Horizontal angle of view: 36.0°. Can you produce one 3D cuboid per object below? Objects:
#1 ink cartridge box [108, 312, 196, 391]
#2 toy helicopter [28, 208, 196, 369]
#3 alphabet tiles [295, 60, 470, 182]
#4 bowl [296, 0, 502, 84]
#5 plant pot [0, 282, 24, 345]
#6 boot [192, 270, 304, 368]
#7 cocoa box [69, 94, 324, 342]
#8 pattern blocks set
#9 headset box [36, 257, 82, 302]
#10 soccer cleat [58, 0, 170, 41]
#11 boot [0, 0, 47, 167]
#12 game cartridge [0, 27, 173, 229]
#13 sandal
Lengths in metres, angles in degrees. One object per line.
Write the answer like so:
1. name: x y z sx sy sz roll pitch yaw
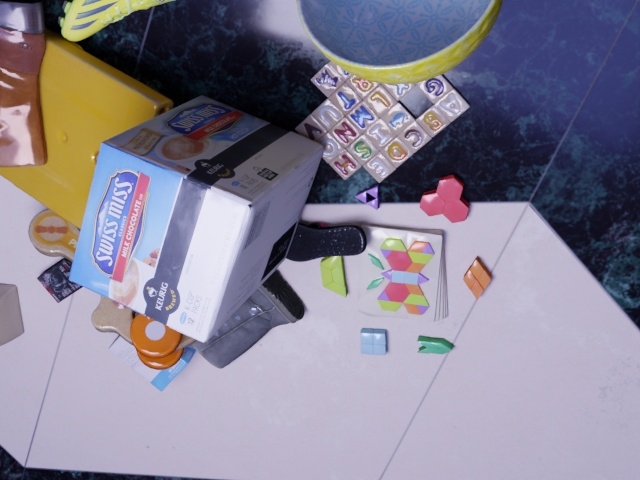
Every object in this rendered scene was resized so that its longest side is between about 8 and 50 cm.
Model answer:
1. ink cartridge box: -0.305 0.182 1.784 0.143 0.092 0.090 40 118 -8
2. toy helicopter: -0.332 0.043 1.679 0.355 0.235 0.140 32 163 5
3. alphabet tiles: 0.080 -0.207 1.542 0.198 0.009 0.237 45 117 -10
4. bowl: 0.126 -0.326 1.370 0.290 0.289 0.156 -7 157 17
5. plant pot: -0.635 0.147 1.847 0.109 0.096 0.108 6 117 12
6. boot: -0.156 0.117 1.735 0.209 0.076 0.189 -27 105 31
7. cocoa box: -0.176 -0.048 1.476 0.228 0.347 0.231 24 114 9
8. pattern blocks set: 0.139 0.055 1.648 0.286 0.026 0.324 -7 114 17
9. headset box: -0.473 0.071 1.805 0.083 0.032 0.062 -31 105 26
10. soccer cleat: -0.289 -0.385 1.499 0.121 0.093 0.289 43 119 -16
11. boot: -0.563 -0.258 1.553 0.264 0.096 0.280 4 117 -10
12. game cartridge: -0.405 -0.174 1.610 0.324 0.053 0.285 32 121 19
13. sandal: 0.000 0.000 1.641 0.179 0.040 0.067 1 105 27
